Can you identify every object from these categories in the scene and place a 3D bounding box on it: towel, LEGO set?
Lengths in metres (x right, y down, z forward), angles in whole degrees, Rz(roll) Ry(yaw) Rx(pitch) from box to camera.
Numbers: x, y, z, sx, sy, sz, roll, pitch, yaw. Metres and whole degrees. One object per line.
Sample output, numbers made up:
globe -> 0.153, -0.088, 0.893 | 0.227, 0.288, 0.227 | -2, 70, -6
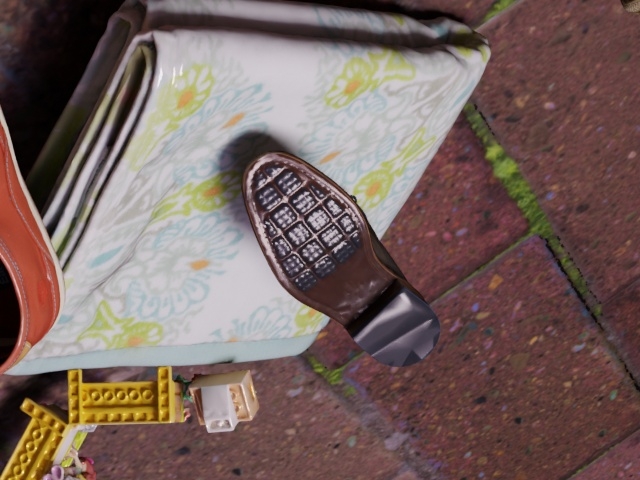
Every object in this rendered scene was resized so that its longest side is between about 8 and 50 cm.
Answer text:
towel -> -0.065, -0.036, 1.310 | 0.374, 0.090, 0.320 | -2, 136, -47
LEGO set -> -0.174, 0.172, 1.462 | 0.287, 0.132, 0.107 | -40, 165, 12

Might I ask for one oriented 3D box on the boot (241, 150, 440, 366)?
boot -> 0.000, 0.000, 1.291 | 0.082, 0.106, 0.219 | -38, 122, 2

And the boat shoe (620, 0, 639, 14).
boat shoe -> 0.278, -0.230, 1.363 | 0.341, 0.121, 0.110 | 20, 124, -36

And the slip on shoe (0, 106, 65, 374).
slip on shoe -> -0.260, -0.050, 1.090 | 0.123, 0.101, 0.331 | -14, 120, 14
